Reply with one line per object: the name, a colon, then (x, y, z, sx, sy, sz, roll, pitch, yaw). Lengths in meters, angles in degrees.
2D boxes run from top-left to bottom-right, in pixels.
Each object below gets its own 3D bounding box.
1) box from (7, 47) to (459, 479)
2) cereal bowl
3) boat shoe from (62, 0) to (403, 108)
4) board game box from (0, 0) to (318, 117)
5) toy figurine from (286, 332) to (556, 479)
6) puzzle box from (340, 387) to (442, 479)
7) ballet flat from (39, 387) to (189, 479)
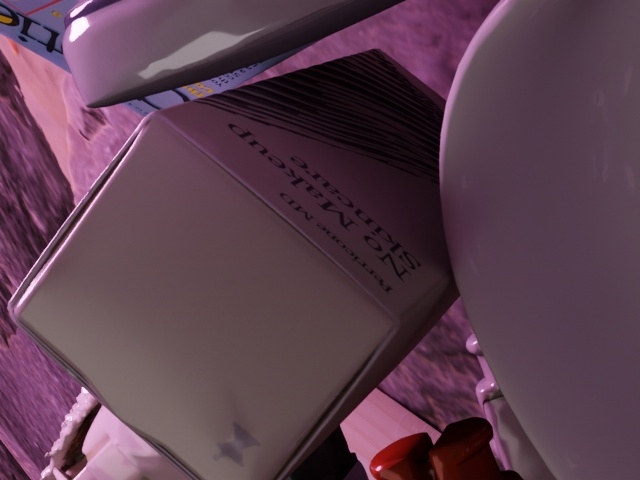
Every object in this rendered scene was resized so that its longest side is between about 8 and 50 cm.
box: (0.000, 0.000, 0.627, 0.113, 0.094, 0.275, 40, -161, 5)
cereal bowl: (0.202, 0.024, 0.462, 0.339, 0.141, 0.339, 40, 154, 24)
boat shoe: (0.038, -0.117, 0.387, 0.084, 0.258, 0.095, 63, -164, -2)
board game box: (-0.041, -0.158, 0.571, 0.144, 0.142, 0.275, 29, 162, -20)
toy figurine: (0.095, 0.126, 0.700, 0.209, 0.213, 0.148, -12, 101, 62)
puzzle box: (0.102, 0.280, 1.098, 0.272, 0.052, 0.409, 32, 150, 33)
ballet flat: (-0.132, 0.158, 1.237, 0.147, 0.147, 0.409, 51, 155, 0)
